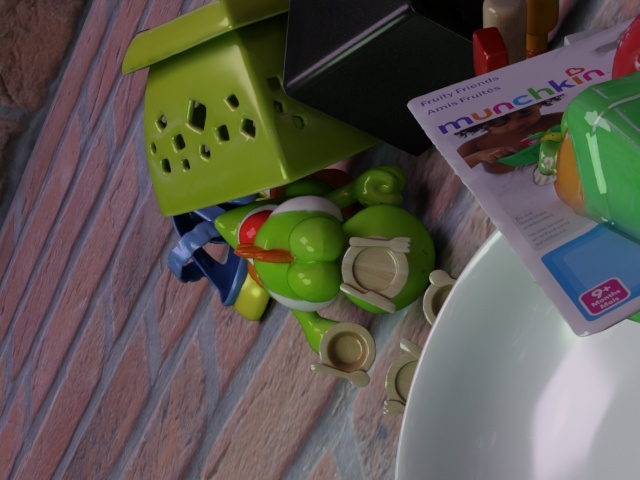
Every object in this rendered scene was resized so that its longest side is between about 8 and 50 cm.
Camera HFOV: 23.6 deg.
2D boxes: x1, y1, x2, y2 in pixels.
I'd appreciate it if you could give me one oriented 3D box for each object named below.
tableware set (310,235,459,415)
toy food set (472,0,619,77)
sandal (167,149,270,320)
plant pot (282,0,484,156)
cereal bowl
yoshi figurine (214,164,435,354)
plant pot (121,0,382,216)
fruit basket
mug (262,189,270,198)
[{"bbox_3d":[0.073,0.082,1.463,0.020,0.141,0.169,-29,-42,-84],"label":"tableware set"},{"bbox_3d":[0.197,-0.139,1.353,0.104,0.111,0.232,82,170,-47],"label":"toy food set"},{"bbox_3d":[-0.138,-0.033,2.067,0.317,0.138,0.126,-100,30,-52],"label":"sandal"},{"bbox_3d":[0.090,-0.227,1.585,0.167,0.188,0.187,-28,49,45],"label":"plant pot"},{"bbox_3d":[0.197,0.134,1.079,0.339,0.141,0.339,-47,32,44],"label":"cereal bowl"},{"bbox_3d":[0.024,0.014,1.649,0.203,0.203,0.362,-33,8,-1],"label":"yoshi figurine"},{"bbox_3d":[-0.068,-0.169,1.694,0.228,0.227,0.207,-15,99,46],"label":"plant pot"},{"bbox_3d":[0.244,-0.091,0.939,0.353,0.327,0.165,-114,5,-57],"label":"fruit basket"},{"bbox_3d":[-0.046,-0.071,1.987,0.062,0.078,0.064,-39,36,2],"label":"mug"}]
